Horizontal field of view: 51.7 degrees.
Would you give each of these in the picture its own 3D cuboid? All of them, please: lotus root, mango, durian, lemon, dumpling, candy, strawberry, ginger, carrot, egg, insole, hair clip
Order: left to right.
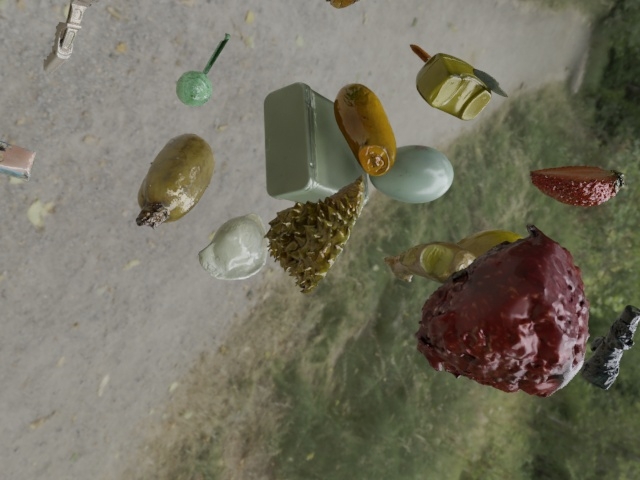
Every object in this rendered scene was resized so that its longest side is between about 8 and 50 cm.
[{"bbox_3d":[-0.466,-0.388,1.226,0.034,0.072,0.226,-1,138,-45],"label":"hair clip"},{"bbox_3d":[-0.362,-0.141,1.650,0.169,0.152,0.342,-53,-165,38],"label":"lotus root"},{"bbox_3d":[-0.391,-0.616,2.332,0.119,0.119,0.439,100,6,-45],"label":"candy"},{"bbox_3d":[-0.225,0.020,1.869,0.126,0.166,0.216,-38,-176,33],"label":"dumpling"},{"bbox_3d":[-0.006,0.013,1.408,0.305,0.186,0.195,-45,-148,39],"label":"durian"},{"bbox_3d":[0.134,-0.322,1.930,0.144,0.359,0.187,-31,145,21],"label":"mango"},{"bbox_3d":[0.283,-0.209,2.074,0.183,0.264,0.182,2,90,-81],"label":"egg"},{"bbox_3d":[0.224,0.051,1.361,0.294,0.131,0.086,162,-65,-72],"label":"ginger"},{"bbox_3d":[0.349,-0.544,2.039,0.037,0.190,0.037,-47,-172,8],"label":"carrot"},{"bbox_3d":[0.365,0.060,1.432,0.170,0.207,0.169,22,60,-45],"label":"lemon"},{"bbox_3d":[0.399,-0.368,1.549,0.188,0.064,0.004,13,105,-58],"label":"insole"},{"bbox_3d":[0.278,0.123,0.968,0.274,0.220,0.274,-31,162,-11],"label":"strawberry"},{"bbox_3d":[0.710,-0.144,1.824,0.175,0.236,0.106,-24,117,-48],"label":"strawberry"}]

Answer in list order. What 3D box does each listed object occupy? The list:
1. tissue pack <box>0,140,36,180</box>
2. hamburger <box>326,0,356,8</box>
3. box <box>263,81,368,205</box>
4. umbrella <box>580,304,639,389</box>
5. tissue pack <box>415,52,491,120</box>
[{"bbox_3d":[-0.736,-0.189,1.582,0.059,0.095,0.074,-33,-133,59],"label":"tissue pack"},{"bbox_3d":[0.090,-0.835,1.967,0.260,0.211,0.245,-41,-169,-10],"label":"hamburger"},{"bbox_3d":[-0.005,-0.285,2.145,0.344,0.178,0.351,13,69,-51],"label":"box"},{"bbox_3d":[0.645,0.227,1.455,0.071,0.080,0.224,-30,142,-37],"label":"umbrella"},{"bbox_3d":[0.325,-0.386,1.635,0.178,0.127,0.123,13,134,-34],"label":"tissue pack"}]
